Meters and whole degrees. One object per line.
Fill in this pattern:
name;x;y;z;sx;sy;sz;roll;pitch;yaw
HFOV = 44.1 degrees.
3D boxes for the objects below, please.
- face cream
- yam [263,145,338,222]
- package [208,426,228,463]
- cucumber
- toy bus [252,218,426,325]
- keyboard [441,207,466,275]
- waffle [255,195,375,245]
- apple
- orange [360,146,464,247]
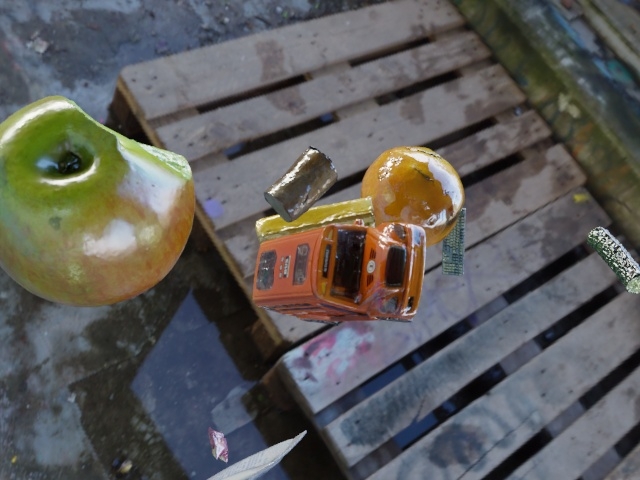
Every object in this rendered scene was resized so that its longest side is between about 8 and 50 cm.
face cream;-0.235;0.503;1.596;0.137;0.420;0.235;61;14;8
yam;-0.035;-0.096;1.380;0.084;0.084;0.127;44;70;3
package;-0.182;0.364;1.405;0.029;0.083;0.059;-16;67;1
cucumber;0.656;0.042;1.738;0.058;0.058;0.187;9;33;-22
toy bus;0.022;0.049;1.203;0.153;0.329;0.142;13;79;-27
keyboard;0.331;0.004;1.964;0.055;0.176;0.014;5;20;19
waffle;0.000;0.000;1.547;0.221;0.248;0.055;-10;68;2
apple;-0.267;-0.052;0.903;0.246;0.226;0.246;-1;60;3
orange;0.213;-0.101;1.836;0.246;0.246;0.246;12;58;-20
